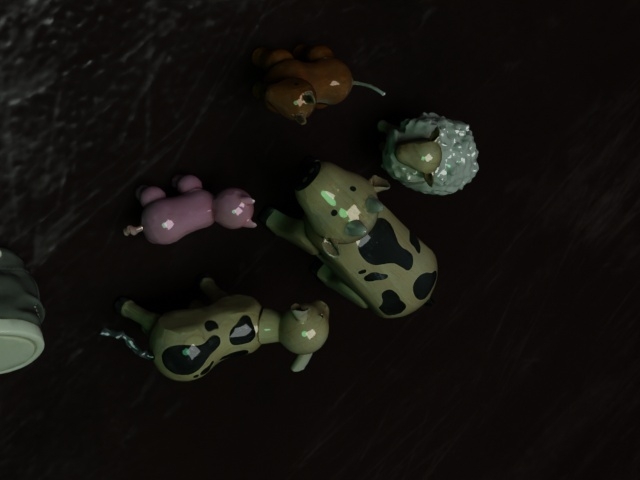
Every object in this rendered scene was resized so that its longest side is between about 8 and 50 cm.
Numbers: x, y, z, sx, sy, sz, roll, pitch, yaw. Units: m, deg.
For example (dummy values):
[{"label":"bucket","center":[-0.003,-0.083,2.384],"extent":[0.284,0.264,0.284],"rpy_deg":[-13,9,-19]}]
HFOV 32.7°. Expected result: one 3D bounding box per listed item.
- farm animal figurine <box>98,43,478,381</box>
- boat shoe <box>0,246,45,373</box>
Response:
[{"label":"farm animal figurine","center":[0.000,0.000,1.018],"extent":[0.326,0.172,0.330],"rpy_deg":[22,95,-43]},{"label":"boat shoe","center":[-0.371,0.044,0.812],"extent":[0.335,0.095,0.112],"rpy_deg":[7,141,-37]}]
